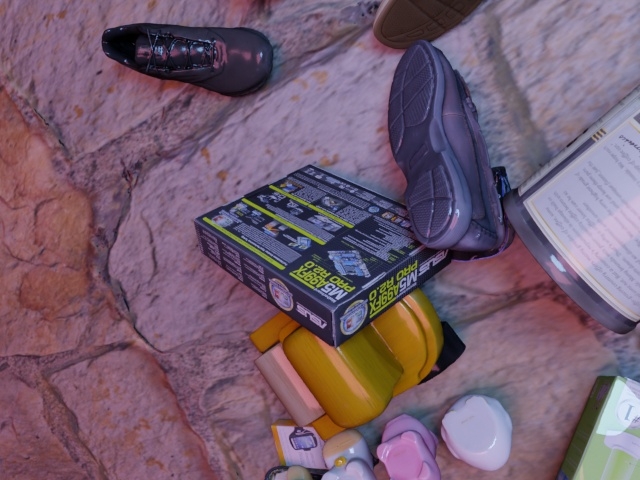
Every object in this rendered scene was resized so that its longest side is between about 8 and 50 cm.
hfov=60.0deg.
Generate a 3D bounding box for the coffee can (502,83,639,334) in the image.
[{"bbox_3d":[0.364,-0.061,0.572,0.201,0.201,0.275,49,119,8],"label":"coffee can"}]

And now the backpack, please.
[{"bbox_3d":[0.203,-0.033,0.727,0.105,0.084,0.114,-8,93,31],"label":"backpack"}]

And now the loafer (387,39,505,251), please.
[{"bbox_3d":[0.152,-0.115,0.679,0.109,0.095,0.302,-44,40,48],"label":"loafer"}]

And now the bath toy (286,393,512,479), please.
[{"bbox_3d":[0.119,0.327,0.818,0.348,0.129,0.151,-28,49,13],"label":"bath toy"}]

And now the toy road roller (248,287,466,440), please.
[{"bbox_3d":[0.019,0.167,0.783,0.329,0.241,0.202,-39,84,29],"label":"toy road roller"}]

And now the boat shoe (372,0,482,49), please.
[{"bbox_3d":[0.168,-0.365,0.662,0.302,0.109,0.098,-46,44,39],"label":"boat shoe"}]

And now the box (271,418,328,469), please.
[{"bbox_3d":[-0.016,0.358,0.973,0.136,0.028,0.081,-8,100,26],"label":"box"}]

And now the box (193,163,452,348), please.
[{"bbox_3d":[0.000,0.000,0.723,0.270,0.216,0.060,28,136,38],"label":"box"}]

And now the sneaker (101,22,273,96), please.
[{"bbox_3d":[-0.209,-0.281,0.849,0.286,0.130,0.109,9,105,23],"label":"sneaker"}]

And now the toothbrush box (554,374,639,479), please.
[{"bbox_3d":[0.385,0.330,0.645,0.206,0.122,0.283,23,83,20],"label":"toothbrush box"}]

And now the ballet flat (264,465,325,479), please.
[{"bbox_3d":[-0.005,0.427,0.945,0.203,0.074,0.074,6,106,18],"label":"ballet flat"}]
